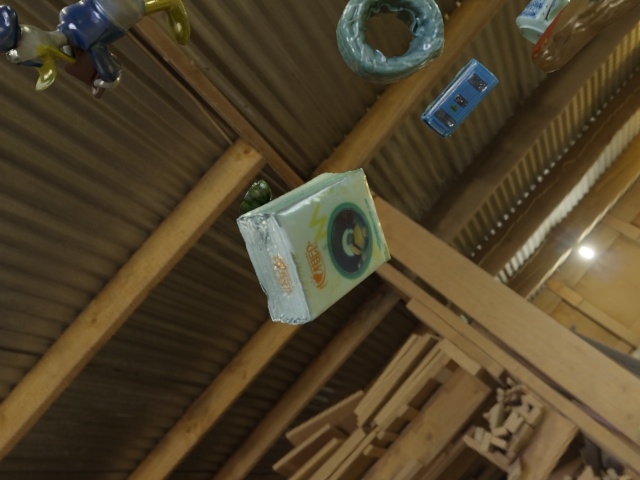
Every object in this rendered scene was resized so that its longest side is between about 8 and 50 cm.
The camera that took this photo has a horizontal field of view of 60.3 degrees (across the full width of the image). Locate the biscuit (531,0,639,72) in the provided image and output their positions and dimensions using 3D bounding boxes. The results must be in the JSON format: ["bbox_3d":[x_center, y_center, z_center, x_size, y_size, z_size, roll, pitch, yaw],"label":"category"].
[{"bbox_3d":[0.536,-0.481,0.901,0.368,0.076,0.394,-54,7,-14],"label":"biscuit"}]

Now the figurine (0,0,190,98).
[{"bbox_3d":[-0.442,-0.380,0.996,0.338,0.204,0.283,-29,-6,-39],"label":"figurine"}]

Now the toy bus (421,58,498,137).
[{"bbox_3d":[0.430,-0.436,1.715,0.246,0.113,0.134,-47,5,20],"label":"toy bus"}]

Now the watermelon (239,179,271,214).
[{"bbox_3d":[-0.159,-0.101,1.399,0.105,0.062,0.105,-58,1,1],"label":"watermelon"}]

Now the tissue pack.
[{"bbox_3d":[0.000,0.000,1.411,0.388,0.162,0.287,-33,-71,-47],"label":"tissue pack"}]

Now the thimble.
[{"bbox_3d":[0.153,-0.442,1.199,0.235,0.143,0.198,16,-86,-6],"label":"thimble"}]

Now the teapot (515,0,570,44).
[{"bbox_3d":[0.620,-0.605,1.470,0.158,0.159,0.232,-59,-20,13],"label":"teapot"}]
